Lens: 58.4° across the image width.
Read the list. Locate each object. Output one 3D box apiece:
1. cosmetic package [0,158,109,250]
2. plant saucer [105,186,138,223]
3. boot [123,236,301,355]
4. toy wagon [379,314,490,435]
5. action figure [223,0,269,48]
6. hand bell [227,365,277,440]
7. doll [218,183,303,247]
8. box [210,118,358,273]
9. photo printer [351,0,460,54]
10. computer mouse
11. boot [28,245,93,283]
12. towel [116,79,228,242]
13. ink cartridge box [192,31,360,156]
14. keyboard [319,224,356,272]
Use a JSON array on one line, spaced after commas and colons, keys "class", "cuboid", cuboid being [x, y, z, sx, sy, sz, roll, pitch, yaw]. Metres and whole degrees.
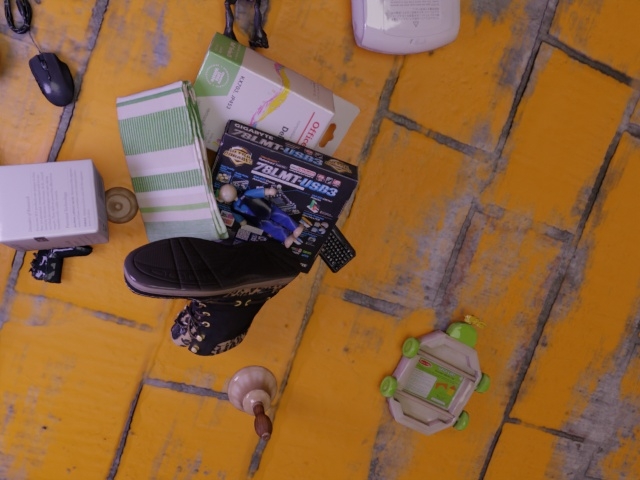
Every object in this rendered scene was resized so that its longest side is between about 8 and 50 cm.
[{"class": "cosmetic package", "cuboid": [-0.541, -0.068, 1.164, 0.184, 0.151, 0.151, -7, 83, -13]}, {"class": "plant saucer", "cuboid": [-0.449, -0.077, 1.276, 0.083, 0.015, 0.083, -3, 101, -14]}, {"class": "boot", "cuboid": [-0.251, 0.128, 1.205, 0.377, 0.138, 0.284, -4, 142, -42]}, {"class": "toy wagon", "cuboid": [0.326, 0.349, 1.529, 0.267, 0.068, 0.344, 28, 92, -18]}, {"class": "action figure", "cuboid": [-0.151, -0.550, 1.200, 0.164, 0.141, 0.275, 3, 101, -3]}, {"class": "hand bell", "cuboid": [-0.140, 0.394, 1.326, 0.126, 0.242, 0.126, -3, 100, -14]}, {"class": "doll", "cuboid": [-0.126, -0.062, 1.199, 0.189, 0.046, 0.129, 31, 129, -15]}, {"class": "box", "cuboid": [-0.108, -0.083, 1.256, 0.295, 0.073, 0.293, 17, 127, -13]}, {"class": "photo printer", "cuboid": [0.192, -0.582, 1.296, 0.256, 0.107, 0.307, -7, 103, -13]}, {"class": "computer mouse", "cuboid": [-0.578, -0.392, 1.170, 0.071, 0.041, 0.242, -25, 105, -8]}, {"class": "boot", "cuboid": [-0.569, 0.046, 1.253, 0.121, 0.045, 0.099, 15, 94, -9]}, {"class": "towel", "cuboid": [-0.319, -0.154, 1.205, 0.038, 0.248, 0.325, -29, 113, -51]}, {"class": "ink cartridge box", "cuboid": [-0.107, -0.261, 1.236, 0.353, 0.119, 0.207, 22, 123, -17]}, {"class": "keyboard", "cuboid": [0.000, 0.000, 1.403, 0.108, 0.023, 0.180, -39, 106, -4]}]
